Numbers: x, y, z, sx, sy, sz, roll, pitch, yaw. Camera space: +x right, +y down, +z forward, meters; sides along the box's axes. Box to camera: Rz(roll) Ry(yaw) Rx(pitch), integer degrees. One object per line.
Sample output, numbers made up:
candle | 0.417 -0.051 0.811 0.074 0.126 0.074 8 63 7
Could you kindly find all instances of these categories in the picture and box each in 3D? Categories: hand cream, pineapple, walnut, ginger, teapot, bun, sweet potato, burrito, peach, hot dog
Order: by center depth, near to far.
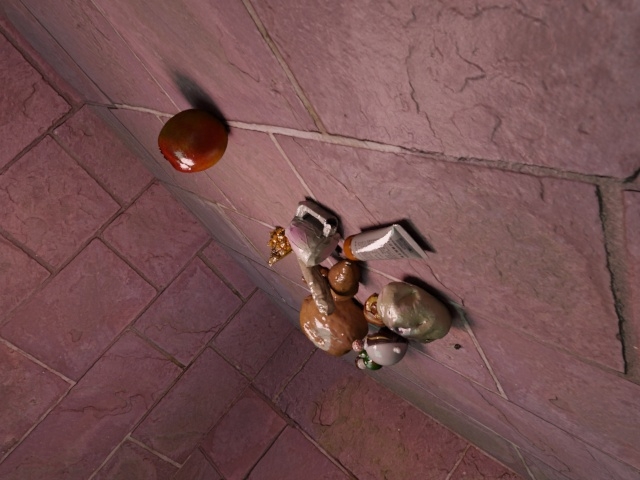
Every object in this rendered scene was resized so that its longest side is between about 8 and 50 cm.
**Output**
hand cream | 0.177 0.011 1.461 0.140 0.089 0.314 46 159 -21
bun | 0.308 0.252 1.657 0.272 0.168 0.273 31 166 9
peach | -0.440 -0.343 1.685 0.231 0.231 0.231 37 163 13
teapot | -0.042 -0.025 1.727 0.178 0.163 0.222 43 166 18
sweet potato | 0.090 0.137 1.910 0.131 0.131 0.337 35 163 18
burrito | -0.031 0.126 1.980 0.117 0.076 0.392 46 -160 -71
hot dog | 0.236 0.308 2.083 0.123 0.093 0.262 33 162 23
pineapple | -0.210 0.028 2.256 0.140 0.164 0.250 48 167 3
ginger | -0.006 0.167 2.263 0.162 0.103 0.073 10 151 44
walnut | 0.055 0.392 2.385 0.344 0.306 0.306 39 164 0

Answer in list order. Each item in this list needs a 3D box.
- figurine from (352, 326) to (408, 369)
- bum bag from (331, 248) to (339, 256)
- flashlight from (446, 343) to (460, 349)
figurine | 0.273 0.511 2.253 0.281 0.167 0.370 3 149 -21
bum bag | 0.000 0.000 1.894 0.197 0.049 0.087 44 168 -11
flashlight | 0.505 0.405 1.861 0.018 0.018 0.083 42 164 1
